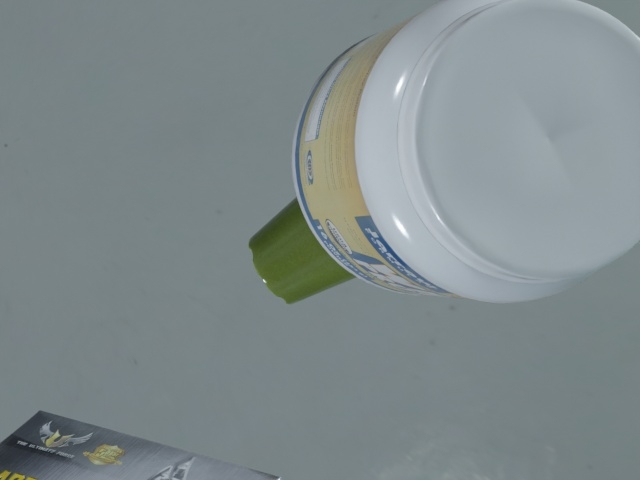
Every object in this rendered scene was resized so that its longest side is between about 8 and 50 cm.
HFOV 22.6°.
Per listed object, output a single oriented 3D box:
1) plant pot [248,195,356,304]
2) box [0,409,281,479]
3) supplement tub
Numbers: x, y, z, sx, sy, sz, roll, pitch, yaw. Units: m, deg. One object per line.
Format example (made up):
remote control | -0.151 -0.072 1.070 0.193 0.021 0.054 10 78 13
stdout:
plant pot | 0.000 0.000 1.014 0.079 0.083 0.083 -33 100 18
box | -0.169 0.218 1.199 0.231 0.183 0.056 12 120 25
supplement tub | 0.074 -0.043 0.776 0.144 0.200 0.144 0 90 -13
